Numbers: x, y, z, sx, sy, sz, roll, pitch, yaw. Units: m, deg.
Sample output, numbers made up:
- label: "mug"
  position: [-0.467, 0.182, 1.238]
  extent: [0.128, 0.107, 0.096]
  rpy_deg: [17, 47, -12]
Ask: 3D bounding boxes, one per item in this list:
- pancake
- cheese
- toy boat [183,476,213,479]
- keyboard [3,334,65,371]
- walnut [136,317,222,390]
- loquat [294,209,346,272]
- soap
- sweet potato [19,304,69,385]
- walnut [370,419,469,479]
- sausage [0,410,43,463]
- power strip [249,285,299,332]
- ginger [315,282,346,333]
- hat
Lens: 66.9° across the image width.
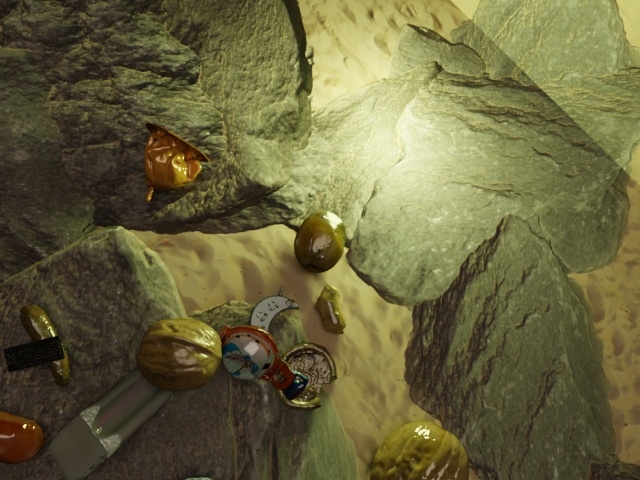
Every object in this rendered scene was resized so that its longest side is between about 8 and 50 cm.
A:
- label: "pancake"
  position: [-0.053, 0.458, 1.643]
  extent: [0.211, 0.029, 0.235]
  rpy_deg: [29, 67, -2]
- label: "cheese"
  position: [-0.191, 0.387, 1.558]
  extent: [0.329, 0.217, 0.129]
  rpy_deg: [38, 29, -4]
- label: "toy boat"
  position: [-0.331, 0.811, 1.430]
  extent: [0.290, 0.100, 0.200]
  rpy_deg: [19, 70, -6]
- label: "keyboard"
  position: [-0.856, 0.339, 1.445]
  extent: [0.196, 0.015, 0.074]
  rpy_deg: [-14, 94, 9]
- label: "walnut"
  position: [-0.426, 0.346, 1.480]
  extent: [0.260, 0.225, 0.225]
  rpy_deg: [0, 72, 11]
- label: "loquat"
  position: [0.000, 0.000, 1.720]
  extent: [0.179, 0.179, 0.228]
  rpy_deg: [18, 68, -8]
- label: "soap"
  position: [-0.631, 0.549, 1.470]
  extent: [0.159, 0.258, 0.302]
  rpy_deg: [46, 25, 4]
- label: "sweet potato"
  position: [-0.832, 0.314, 1.481]
  extent: [0.075, 0.075, 0.273]
  rpy_deg: [-30, 86, -20]
- label: "walnut"
  position: [0.312, 0.733, 1.529]
  extent: [0.277, 0.252, 0.313]
  rpy_deg: [39, 73, -12]
- label: "sausage"
  position: [-0.913, 0.545, 1.359]
  extent: [0.258, 0.133, 0.133]
  rpy_deg: [21, 70, -10]
- label: "power strip"
  position: [-0.165, 0.258, 1.669]
  extent: [0.137, 0.044, 0.216]
  rpy_deg: [32, 69, -2]
- label: "ginger"
  position: [0.039, 0.241, 1.710]
  extent: [0.095, 0.069, 0.190]
  rpy_deg: [-6, 73, -38]
- label: "hat"
  position: [-0.543, -0.238, 1.658]
  extent: [0.233, 0.244, 0.233]
  rpy_deg: [26, 83, 3]
